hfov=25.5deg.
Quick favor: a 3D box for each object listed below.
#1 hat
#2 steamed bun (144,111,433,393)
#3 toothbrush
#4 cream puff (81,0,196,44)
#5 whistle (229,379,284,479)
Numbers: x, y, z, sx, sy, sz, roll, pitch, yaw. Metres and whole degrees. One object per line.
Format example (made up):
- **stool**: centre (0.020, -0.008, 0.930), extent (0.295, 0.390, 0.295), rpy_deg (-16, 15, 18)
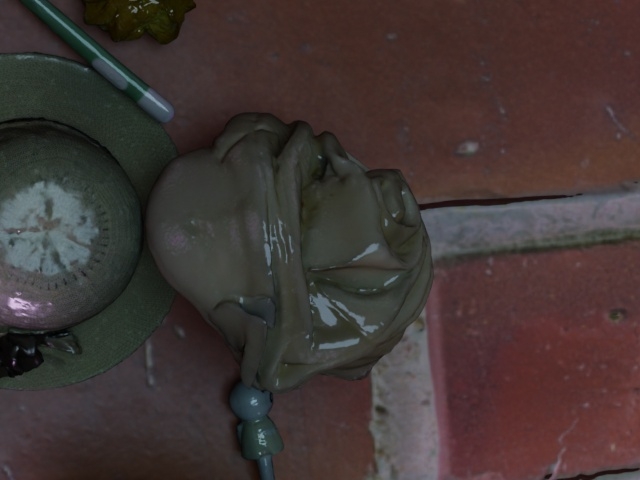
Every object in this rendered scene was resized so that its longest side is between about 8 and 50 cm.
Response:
- **hat**: centre (-0.200, -0.011, 0.997), extent (0.257, 0.130, 0.257), rpy_deg (-1, 93, -19)
- **steamed bun**: centre (-0.001, 0.001, 1.020), extent (0.218, 0.144, 0.211), rpy_deg (55, 31, -7)
- **toothbrush**: centre (-0.207, -0.173, 1.033), extent (0.257, 0.018, 0.024), rpy_deg (41, 37, -14)
- **cream puff**: centre (-0.135, -0.182, 1.047), extent (0.083, 0.058, 0.083), rpy_deg (39, 78, -15)
- **whistle**: centre (-0.049, 0.150, 1.108), extent (0.035, 0.035, 0.100), rpy_deg (-14, 99, -18)
